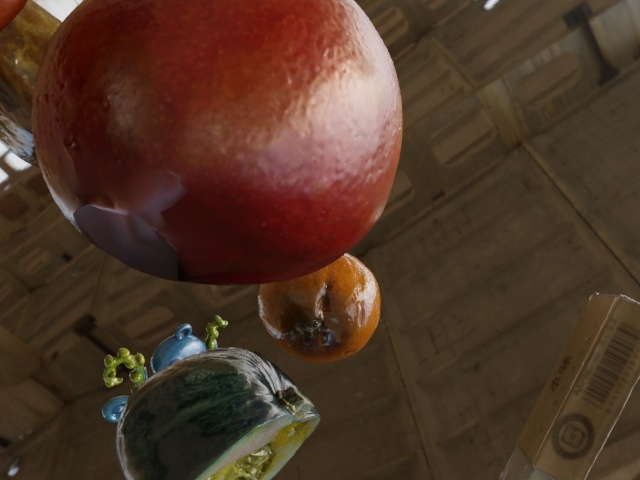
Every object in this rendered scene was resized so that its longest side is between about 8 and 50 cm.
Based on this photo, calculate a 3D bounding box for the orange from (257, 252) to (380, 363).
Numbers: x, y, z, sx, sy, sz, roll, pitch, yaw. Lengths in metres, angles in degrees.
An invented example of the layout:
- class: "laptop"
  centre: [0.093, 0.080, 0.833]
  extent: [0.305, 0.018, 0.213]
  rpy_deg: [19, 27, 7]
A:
- class: "orange"
  centre: [-0.001, 0.117, 1.199]
  extent: [0.224, 0.224, 0.170]
  rpy_deg: [-29, -162, 15]

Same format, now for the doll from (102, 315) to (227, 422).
- class: "doll"
  centre: [-0.375, 0.367, 1.678]
  extent: [0.098, 0.346, 0.342]
  rpy_deg: [22, -72, 47]

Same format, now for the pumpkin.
- class: "pumpkin"
  centre: [-0.159, 0.258, 0.950]
  extent: [0.263, 0.293, 0.197]
  rpy_deg: [-43, -112, 0]

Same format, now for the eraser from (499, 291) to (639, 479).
- class: "eraser"
  centre: [0.386, 0.245, 1.005]
  extent: [0.343, 0.078, 0.144]
  rpy_deg: [-62, 173, -1]

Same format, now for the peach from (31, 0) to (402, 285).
- class: "peach"
  centre: [-0.103, -0.119, 0.692]
  extent: [0.388, 0.388, 0.388]
  rpy_deg: [-26, -146, 19]

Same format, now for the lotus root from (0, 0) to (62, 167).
- class: "lotus root"
  centre: [-0.423, -0.233, 0.994]
  extent: [0.193, 0.291, 0.193]
  rpy_deg: [-35, -169, 8]

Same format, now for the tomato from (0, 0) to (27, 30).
- class: "tomato"
  centre: [-0.348, -0.298, 0.475]
  extent: [0.293, 0.325, 0.290]
  rpy_deg: [-24, -173, 32]
